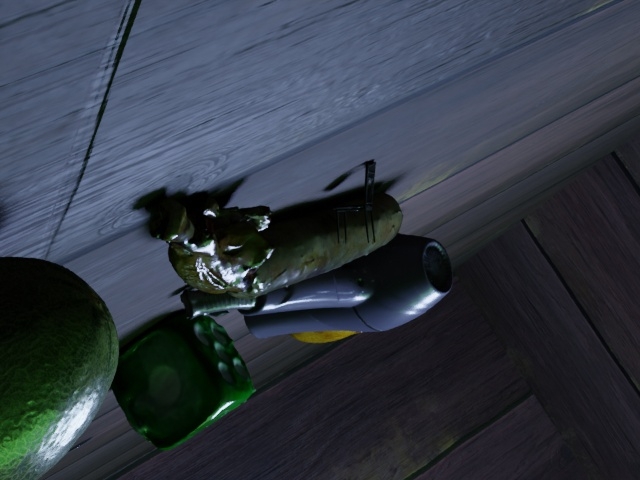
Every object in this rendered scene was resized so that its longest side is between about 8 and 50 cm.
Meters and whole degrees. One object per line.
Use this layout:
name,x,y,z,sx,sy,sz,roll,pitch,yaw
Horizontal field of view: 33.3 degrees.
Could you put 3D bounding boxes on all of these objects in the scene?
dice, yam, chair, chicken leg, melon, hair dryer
dice,-0.165,0.167,1.291,0.128,0.131,0.120,-36,171,14
yam,0.000,0.000,1.151,0.067,0.071,0.317,4,-166,31
chair,0.036,-0.039,1.106,0.042,0.086,0.037,3,180,16
chicken leg,-0.086,-0.004,0.841,0.093,0.070,0.178,-39,162,5
melon,-0.209,0.087,0.622,0.192,0.139,0.139,-33,172,1
hair dryer,-0.045,0.065,1.286,0.301,0.121,0.361,-17,168,35

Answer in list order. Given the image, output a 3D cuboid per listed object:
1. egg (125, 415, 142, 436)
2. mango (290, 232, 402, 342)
egg,-0.216,0.222,1.486,0.114,0.114,0.152,-29,170,-22
mango,0.043,0.087,1.636,0.177,0.120,0.295,-21,167,-46
